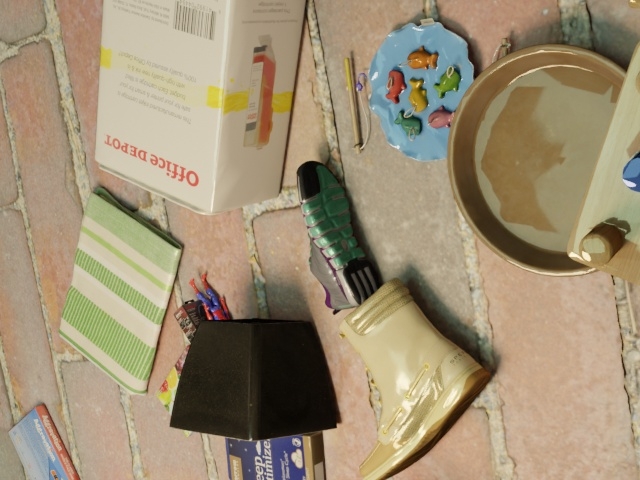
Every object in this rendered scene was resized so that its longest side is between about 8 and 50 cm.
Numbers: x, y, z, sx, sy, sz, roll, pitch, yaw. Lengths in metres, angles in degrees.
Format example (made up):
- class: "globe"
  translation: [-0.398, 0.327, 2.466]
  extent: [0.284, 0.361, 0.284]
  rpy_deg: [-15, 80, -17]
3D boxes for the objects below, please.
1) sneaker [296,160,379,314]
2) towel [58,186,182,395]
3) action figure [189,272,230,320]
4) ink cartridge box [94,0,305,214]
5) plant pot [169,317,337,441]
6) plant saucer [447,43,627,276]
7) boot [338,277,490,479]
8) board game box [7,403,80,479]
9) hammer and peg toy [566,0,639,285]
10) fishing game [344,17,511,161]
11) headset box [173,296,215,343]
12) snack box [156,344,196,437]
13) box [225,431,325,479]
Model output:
- class: "sneaker"
  translation: [0.000, 0.000, 1.464]
  extent: [0.098, 0.083, 0.224]
  rpy_deg: [-27, 82, 49]
- class: "towel"
  translation: [-0.366, 0.097, 1.835]
  extent: [0.247, 0.038, 0.325]
  rpy_deg: [33, 118, 29]
- class: "action figure"
  translation: [-0.176, 0.110, 1.670]
  extent: [0.115, 0.038, 0.030]
  rpy_deg: [59, 147, 14]
- class: "ink cartridge box"
  translation: [-0.184, -0.267, 1.502]
  extent: [0.279, 0.160, 0.385]
  rpy_deg: [24, 115, 35]
- class: "plant pot"
  translation: [-0.102, 0.204, 1.542]
  extent: [0.187, 0.188, 0.167]
  rpy_deg: [-2, 88, 41]
- class: "plant saucer"
  translation: [0.281, -0.095, 1.207]
  extent: [0.277, 0.041, 0.278]
  rpy_deg: [10, 108, 33]
- class: "boot"
  translation: [0.093, 0.202, 1.420]
  extent: [0.203, 0.095, 0.262]
  rpy_deg: [48, 125, 21]
- class: "board game box"
  translation: [-0.554, 0.493, 2.099]
  extent: [0.145, 0.027, 0.281]
  rpy_deg: [-39, 75, 41]
- class: "hammer and peg toy"
  translation: [0.415, -0.105, 1.018]
  extent: [0.265, 0.127, 0.361]
  rpy_deg: [22, 113, 22]
- class: "fishing game"
  translation: [0.132, -0.194, 1.328]
  extent: [0.264, 0.041, 0.189]
  rpy_deg: [6, 107, 40]
- class: "headset box"
  translation: [-0.199, 0.135, 1.679]
  extent: [0.032, 0.062, 0.083]
  rpy_deg: [-44, 71, 38]
- class: "snack box"
  translation: [-0.218, 0.257, 1.742]
  extent: [0.100, 0.037, 0.141]
  rpy_deg: [48, 127, 20]
- class: "box"
  translation: [-0.087, 0.361, 1.657]
  extent: [0.225, 0.036, 0.137]
  rpy_deg: [4, 103, 42]
